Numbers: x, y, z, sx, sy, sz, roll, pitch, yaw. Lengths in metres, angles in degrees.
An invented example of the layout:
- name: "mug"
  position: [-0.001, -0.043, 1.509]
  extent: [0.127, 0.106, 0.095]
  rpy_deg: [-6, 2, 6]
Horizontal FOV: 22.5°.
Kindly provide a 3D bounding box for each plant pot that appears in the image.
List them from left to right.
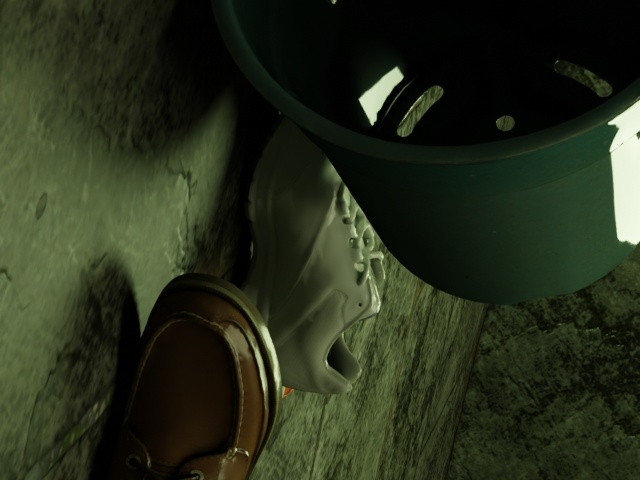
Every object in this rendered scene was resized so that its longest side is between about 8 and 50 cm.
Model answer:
- name: "plant pot"
  position: [0.126, -0.129, 1.176]
  extent: [0.334, 0.341, 0.341]
  rpy_deg: [64, 42, -61]

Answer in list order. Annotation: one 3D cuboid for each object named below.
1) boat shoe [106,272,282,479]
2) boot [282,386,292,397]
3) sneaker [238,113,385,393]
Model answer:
- name: "boat shoe"
  position: [-0.101, 0.170, 1.185]
  extent: [0.104, 0.111, 0.307]
  rpy_deg: [-60, 162, -53]
- name: "boot"
  position: [-0.032, 0.090, 1.539]
  extent: [0.084, 0.059, 0.158]
  rpy_deg: [-47, 152, -55]
- name: "sneaker"
  position: [0.000, 0.000, 1.389]
  extent: [0.111, 0.129, 0.297]
  rpy_deg: [-49, 151, -59]
